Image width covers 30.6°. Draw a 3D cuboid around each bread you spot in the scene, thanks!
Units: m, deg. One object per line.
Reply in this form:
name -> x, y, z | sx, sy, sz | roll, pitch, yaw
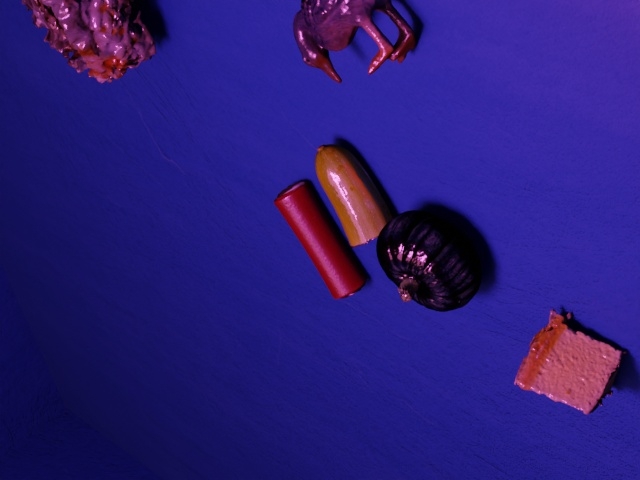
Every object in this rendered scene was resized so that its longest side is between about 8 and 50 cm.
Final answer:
bread -> 0.397, 0.215, 1.885 | 0.147, 0.152, 0.127 | 26, 144, 24

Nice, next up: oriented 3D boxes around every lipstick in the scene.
lipstick -> 0.000, 0.000, 2.272 | 0.080, 0.080, 0.241 | -13, 111, 58

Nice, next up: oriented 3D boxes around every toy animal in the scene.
toy animal -> 0.055, -0.350, 1.768 | 0.185, 0.122, 0.298 | 44, 149, 14

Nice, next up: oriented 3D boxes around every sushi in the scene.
sushi -> -0.485, -0.489, 2.263 | 0.417, 0.176, 0.417 | 55, 168, 18

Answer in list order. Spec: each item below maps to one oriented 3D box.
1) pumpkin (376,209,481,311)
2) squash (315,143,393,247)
pumpkin -> 0.185, 0.035, 1.994 | 0.194, 0.150, 0.194 | 55, -177, -4
squash -> 0.055, -0.092, 2.087 | 0.095, 0.095, 0.188 | -10, 110, 58
